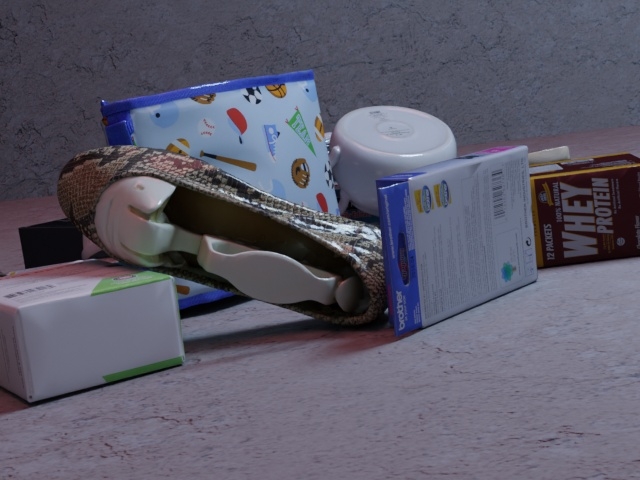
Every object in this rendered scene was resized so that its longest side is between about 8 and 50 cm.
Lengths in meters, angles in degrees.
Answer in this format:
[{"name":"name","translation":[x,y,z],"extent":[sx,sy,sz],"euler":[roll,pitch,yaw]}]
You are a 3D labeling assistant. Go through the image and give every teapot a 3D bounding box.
[{"name":"teapot","translation":[0.125,-0.123,2.184],"extent":[0.256,0.187,0.252],"euler":[15,32,14]}]

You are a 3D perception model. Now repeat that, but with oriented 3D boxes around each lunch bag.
[{"name":"lunch bag","translation":[-0.168,-0.080,1.821],"extent":[0.238,0.328,0.385],"euler":[-10,7,35]}]

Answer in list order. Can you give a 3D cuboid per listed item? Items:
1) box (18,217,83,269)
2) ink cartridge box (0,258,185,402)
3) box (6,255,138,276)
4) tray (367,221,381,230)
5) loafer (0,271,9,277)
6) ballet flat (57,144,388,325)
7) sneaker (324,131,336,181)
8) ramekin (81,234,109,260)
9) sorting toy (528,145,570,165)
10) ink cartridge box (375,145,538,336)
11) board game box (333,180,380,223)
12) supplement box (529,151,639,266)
[{"name":"box","translation":[-0.436,0.004,2.297],"extent":[0.261,0.103,0.184],"euler":[0,9,43]},{"name":"ink cartridge box","translation":[-0.317,0.103,1.461],"extent":[0.198,0.115,0.273],"euler":[-12,9,-30]},{"name":"box","translation":[-0.402,0.069,1.966],"extent":[0.244,0.060,0.100],"euler":[-9,8,-5]},{"name":"tray","translation":[0.000,0.000,2.144],"extent":[0.270,0.030,0.145],"euler":[-7,7,8]},{"name":"loafer","translation":[-0.487,0.091,1.727],"extent":[0.111,0.112,0.319],"euler":[-19,10,-13]},{"name":"ballet flat","translation":[-0.132,-0.003,1.486],"extent":[0.482,0.164,0.182],"euler":[17,20,6]},{"name":"sneaker","translation":[-0.029,-0.111,2.681],"extent":[0.268,0.153,0.101],"euler":[-43,-10,2]},{"name":"ramekin","translation":[-0.323,-0.021,2.081],"extent":[0.207,0.109,0.207],"euler":[-10,-16,-3]},{"name":"sorting toy","translation":[0.269,-0.065,1.971],"extent":[0.255,0.089,0.257],"euler":[-12,-7,-7]},{"name":"ink cartridge box","translation":[0.163,-0.005,1.477],"extent":[0.065,0.186,0.311],"euler":[3,14,41]},{"name":"board game box","translation":[0.013,-0.075,2.366],"extent":[0.336,0.079,0.253],"euler":[-7,7,-25]},{"name":"supplement box","translation":[0.386,-0.048,1.741],"extent":[0.191,0.129,0.194],"euler":[-7,8,6]}]
